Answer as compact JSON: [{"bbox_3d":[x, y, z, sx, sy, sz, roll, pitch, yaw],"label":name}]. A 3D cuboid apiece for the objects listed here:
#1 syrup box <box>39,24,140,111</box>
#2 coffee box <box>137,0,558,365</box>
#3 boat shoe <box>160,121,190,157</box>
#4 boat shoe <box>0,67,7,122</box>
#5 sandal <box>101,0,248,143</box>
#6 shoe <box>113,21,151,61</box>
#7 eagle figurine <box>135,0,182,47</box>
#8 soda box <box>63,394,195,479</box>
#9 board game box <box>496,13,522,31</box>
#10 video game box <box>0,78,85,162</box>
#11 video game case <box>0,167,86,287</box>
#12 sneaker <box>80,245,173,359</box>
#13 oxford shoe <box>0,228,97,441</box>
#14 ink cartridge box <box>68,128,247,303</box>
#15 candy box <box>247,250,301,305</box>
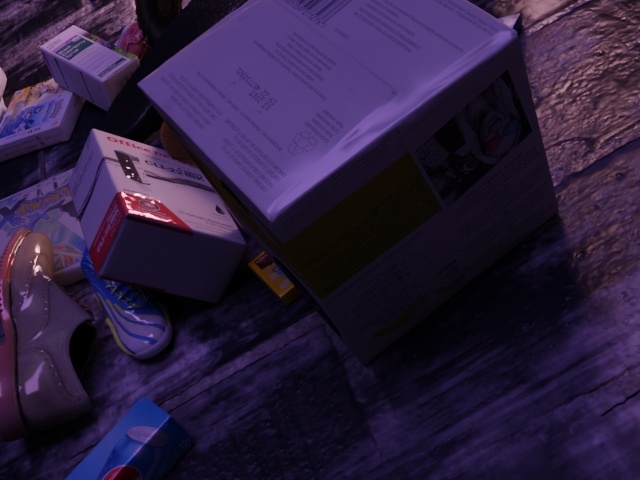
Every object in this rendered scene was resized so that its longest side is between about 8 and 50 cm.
[{"bbox_3d":[-0.465,-0.351,1.971,0.237,0.096,0.093,30,60,35],"label":"syrup box"},{"bbox_3d":[0.044,-0.117,1.220,0.338,0.334,0.337,-38,49,-6],"label":"coffee box"},{"bbox_3d":[-0.121,-0.195,1.576,0.285,0.104,0.089,-4,15,-10],"label":"boat shoe"},{"bbox_3d":[-0.793,-0.332,2.184,0.121,0.119,0.335,-29,39,4],"label":"boat shoe"},{"bbox_3d":[-0.255,-0.354,1.889,0.445,0.107,0.167,-51,42,-3],"label":"sandal"},{"bbox_3d":[-0.389,-0.426,2.062,0.081,0.063,0.178,-23,35,20],"label":"shoe"},{"bbox_3d":[-0.293,-0.560,1.968,0.298,0.226,0.225,-46,69,25],"label":"eagle figurine"},{"bbox_3d":[-0.263,0.305,1.223,0.071,0.067,0.210,23,64,45],"label":"soda box"},{"bbox_3d":[0.274,-0.336,1.552,0.090,0.020,0.090,-5,29,27],"label":"board game box"},{"bbox_3d":[-0.597,-0.268,2.049,0.187,0.048,0.205,-13,43,18],"label":"video game box"},{"bbox_3d":[-0.522,-0.002,1.733,0.329,0.036,0.300,-21,41,13],"label":"video game case"},{"bbox_3d":[-0.306,0.079,1.436,0.091,0.126,0.240,-38,39,-7],"label":"sneaker"},{"bbox_3d":[-0.414,0.130,1.472,0.147,0.140,0.397,-10,47,-5],"label":"oxford shoe"},{"bbox_3d":[-0.254,-0.041,1.455,0.114,0.197,0.273,-62,35,20],"label":"ink cartridge box"},{"bbox_3d":[0.000,0.000,1.398,0.206,0.027,0.105,-40,44,-9],"label":"candy box"}]
